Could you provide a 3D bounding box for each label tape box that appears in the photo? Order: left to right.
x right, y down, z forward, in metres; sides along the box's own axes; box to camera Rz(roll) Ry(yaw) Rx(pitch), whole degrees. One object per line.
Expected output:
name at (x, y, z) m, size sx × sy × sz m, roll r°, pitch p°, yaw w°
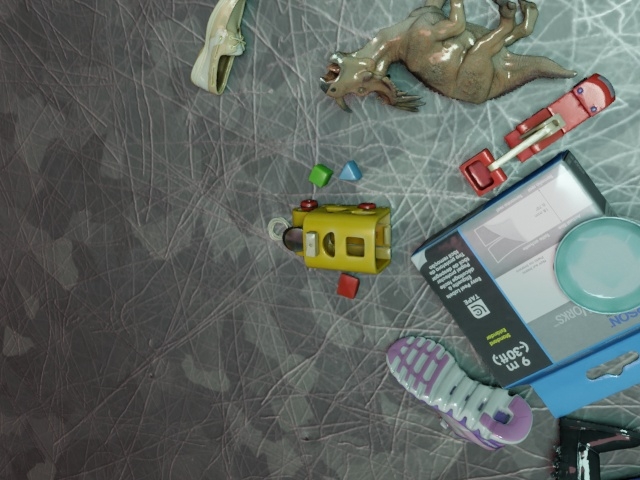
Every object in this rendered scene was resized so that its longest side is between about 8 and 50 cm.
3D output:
label tape box at (0.322, 0.085, 0.816) m, size 0.240 × 0.106 × 0.334 m, roll -36°, pitch 88°, yaw 28°

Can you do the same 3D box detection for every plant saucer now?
plant saucer at (0.342, 0.028, 0.720) m, size 0.119 × 0.021 × 0.119 m, roll 5°, pitch 104°, yaw 21°

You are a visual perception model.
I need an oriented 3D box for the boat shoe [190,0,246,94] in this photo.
boat shoe at (-0.146, -0.305, 0.943) m, size 0.059 × 0.063 × 0.170 m, roll 36°, pitch 125°, yaw 8°

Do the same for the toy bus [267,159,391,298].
toy bus at (0.011, -0.005, 0.930) m, size 0.191 × 0.104 × 0.202 m, roll 46°, pitch 117°, yaw 6°

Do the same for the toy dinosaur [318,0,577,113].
toy dinosaur at (0.166, -0.232, 0.794) m, size 0.295 × 0.127 × 0.200 m, roll 21°, pitch 120°, yaw 4°

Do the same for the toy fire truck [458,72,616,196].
toy fire truck at (0.274, -0.136, 0.757) m, size 0.192 × 0.135 × 0.047 m, roll -36°, pitch 88°, yaw 28°

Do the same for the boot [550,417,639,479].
boot at (0.391, 0.311, 0.860) m, size 0.121 × 0.045 × 0.099 m, roll 2°, pitch 73°, yaw 30°

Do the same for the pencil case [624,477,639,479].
pencil case at (0.460, 0.397, 0.830) m, size 0.306 × 0.133 × 0.119 m, roll -24°, pitch 116°, yaw 28°

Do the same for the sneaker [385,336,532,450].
sneaker at (0.200, 0.243, 0.928) m, size 0.236 × 0.095 × 0.104 m, roll 32°, pitch 150°, yaw 24°
